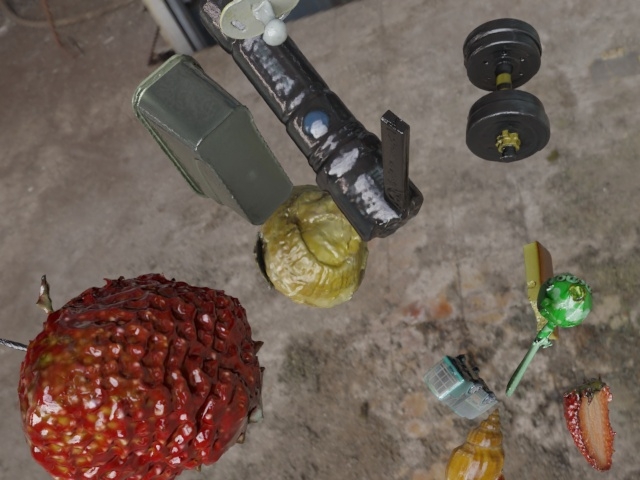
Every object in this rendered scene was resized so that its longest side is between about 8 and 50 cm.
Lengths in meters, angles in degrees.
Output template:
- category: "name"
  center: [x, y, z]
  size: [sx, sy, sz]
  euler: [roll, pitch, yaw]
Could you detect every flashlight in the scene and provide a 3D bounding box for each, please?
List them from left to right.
- category: "flashlight"
  center: [-0.020, -0.185, 1.045]
  size: [0.103, 0.103, 0.424]
  euler: [-36, 80, -5]

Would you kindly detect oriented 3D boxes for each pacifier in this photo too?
- category: "pacifier"
  center: [-0.047, -0.199, 0.696]
  size: [0.083, 0.068, 0.064]
  euler: [-33, 65, 19]

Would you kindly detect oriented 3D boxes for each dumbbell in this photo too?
- category: "dumbbell"
  center: [0.416, -0.338, 1.753]
  size: [0.185, 0.185, 0.388]
  euler: [-8, 57, 22]

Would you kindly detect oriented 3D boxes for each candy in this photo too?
- category: "candy"
  center: [0.421, 0.193, 1.483]
  size: [0.097, 0.323, 0.097]
  euler: [10, 40, -9]

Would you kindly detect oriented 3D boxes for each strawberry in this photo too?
- category: "strawberry"
  center: [-0.228, 0.150, 0.943]
  size: [0.292, 0.343, 0.292]
  euler: [-8, 64, 18]
- category: "strawberry"
  center: [0.572, 0.402, 1.687]
  size: [0.087, 0.167, 0.208]
  euler: [1, 95, 42]

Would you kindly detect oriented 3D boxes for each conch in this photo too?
- category: "conch"
  center: [0.258, 0.452, 1.397]
  size: [0.093, 0.109, 0.330]
  euler: [31, 104, 38]

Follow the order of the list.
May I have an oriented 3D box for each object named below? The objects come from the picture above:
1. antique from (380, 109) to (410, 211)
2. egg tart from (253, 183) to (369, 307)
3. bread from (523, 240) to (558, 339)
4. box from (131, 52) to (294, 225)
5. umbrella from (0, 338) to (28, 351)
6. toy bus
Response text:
- category: "antique"
  center: [0.083, -0.082, 0.858]
  size: [0.031, 0.192, 0.015]
  euler: [40, 77, 19]
- category: "egg tart"
  center: [0.000, 0.000, 1.393]
  size: [0.252, 0.098, 0.232]
  euler: [-39, 87, -31]
- category: "bread"
  center: [0.518, 0.118, 1.822]
  size: [0.049, 0.088, 0.226]
  euler: [-17, 52, 31]
- category: "box"
  center: [-0.160, -0.142, 1.226]
  size: [0.138, 0.274, 0.178]
  euler: [-45, 53, -8]
- category: "umbrella"
  center: [-0.446, 0.169, 1.194]
  size: [0.148, 0.022, 0.022]
  euler: [12, 21, -1]
- category: "toy bus"
  center: [0.325, 0.336, 1.770]
  size: [0.109, 0.261, 0.091]
  euler: [-40, 54, 7]
